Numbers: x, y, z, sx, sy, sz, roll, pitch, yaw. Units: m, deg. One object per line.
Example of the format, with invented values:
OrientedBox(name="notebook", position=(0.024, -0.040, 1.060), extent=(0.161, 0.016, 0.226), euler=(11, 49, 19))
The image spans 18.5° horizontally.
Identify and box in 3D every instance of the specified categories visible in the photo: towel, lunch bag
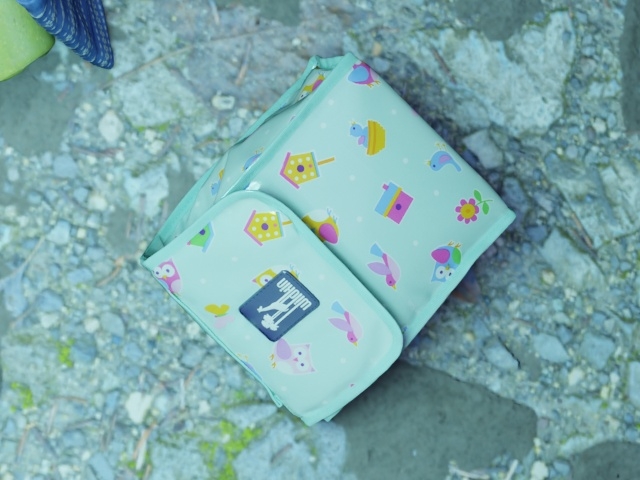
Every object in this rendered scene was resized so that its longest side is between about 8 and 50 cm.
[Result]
OrientedBox(name="towel", position=(-0.217, -0.277, 1.571), extent=(0.040, 0.336, 0.243), euler=(-11, 86, 4))
OrientedBox(name="lunch bag", position=(0.000, 0.000, 1.711), extent=(0.223, 0.160, 0.262), euler=(45, 78, -15))

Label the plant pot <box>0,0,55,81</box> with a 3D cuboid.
OrientedBox(name="plant pot", position=(-0.343, -0.229, 1.551), extent=(0.276, 0.276, 0.254), euler=(-32, 106, -26))
